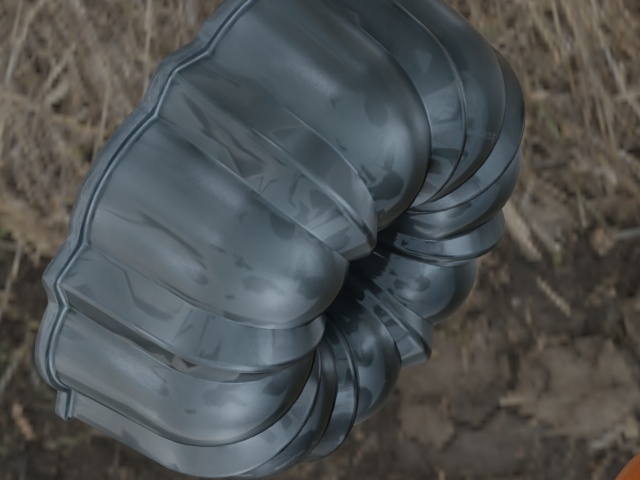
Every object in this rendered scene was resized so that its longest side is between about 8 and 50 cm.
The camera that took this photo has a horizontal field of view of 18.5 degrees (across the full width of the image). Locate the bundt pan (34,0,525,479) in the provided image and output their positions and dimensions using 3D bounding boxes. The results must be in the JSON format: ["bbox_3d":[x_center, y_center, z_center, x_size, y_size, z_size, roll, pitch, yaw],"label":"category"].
[{"bbox_3d":[0.000,0.000,1.101,0.124,0.331,0.331,34,130,22],"label":"bundt pan"}]

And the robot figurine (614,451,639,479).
[{"bbox_3d":[0.226,0.175,1.000,0.158,0.219,0.128,-41,131,-12],"label":"robot figurine"}]
